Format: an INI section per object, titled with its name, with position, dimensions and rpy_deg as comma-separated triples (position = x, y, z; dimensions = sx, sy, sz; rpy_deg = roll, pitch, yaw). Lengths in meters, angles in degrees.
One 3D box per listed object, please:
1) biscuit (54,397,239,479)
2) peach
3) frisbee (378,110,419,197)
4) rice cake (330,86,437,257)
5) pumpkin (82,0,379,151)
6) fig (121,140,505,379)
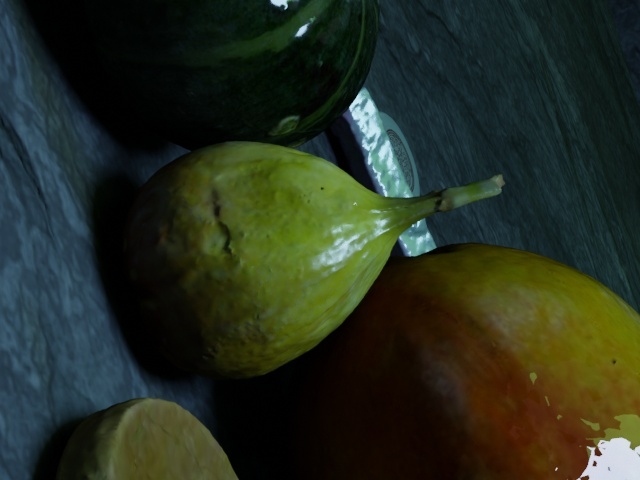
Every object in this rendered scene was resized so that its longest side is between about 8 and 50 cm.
[biscuit]
position = -0.094, 0.250, 1.086
dimensions = 0.275, 0.052, 0.355
rpy_deg = 52, 26, -44
[peach]
position = 0.132, 0.162, 1.377
dimensions = 0.372, 0.290, 0.372
rpy_deg = 41, 12, -11
[frisbee]
position = 0.072, -0.077, 1.887
dimensions = 0.110, 0.014, 0.110
rpy_deg = 53, 27, -42
[rice cake]
position = 0.070, -0.009, 1.782
dimensions = 0.290, 0.051, 0.081
rpy_deg = 66, -14, -16
[pumpkin]
position = -0.073, -0.205, 1.342
dimensions = 0.300, 0.207, 0.300
rpy_deg = -10, 90, -82
[fig]
position = 0.000, 0.000, 1.276
dimensions = 0.159, 0.257, 0.159
rpy_deg = -18, 90, -85
